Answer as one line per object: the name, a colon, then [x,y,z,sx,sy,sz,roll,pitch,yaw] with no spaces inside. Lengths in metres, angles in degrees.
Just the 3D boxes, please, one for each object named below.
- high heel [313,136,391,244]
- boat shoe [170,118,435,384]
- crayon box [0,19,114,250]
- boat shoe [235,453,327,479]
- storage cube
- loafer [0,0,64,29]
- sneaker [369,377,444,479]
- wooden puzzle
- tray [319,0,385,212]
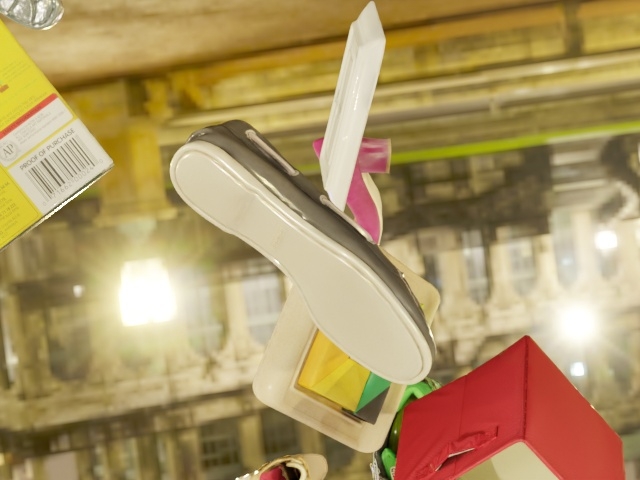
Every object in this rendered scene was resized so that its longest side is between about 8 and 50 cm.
high heel: [0.039,-0.060,2.151,0.117,0.082,0.244,2,136,-4]
boat shoe: [0.000,0.000,1.407,0.095,0.335,0.112,-44,175,-46]
crayon box: [-0.433,-0.157,1.743,0.202,0.318,0.081,-38,-174,-13]
boat shoe: [-0.042,0.322,1.900,0.170,0.063,0.059,-13,165,-48]
storage cube: [0.208,0.259,1.532,0.184,0.215,0.193,-35,-160,26]
loafer: [-0.466,-0.403,2.034,0.096,0.267,0.084,-52,171,14]
sneaker: [0.112,0.353,1.930,0.134,0.343,0.146,-1,167,18]
wooden puzzle: [0.042,0.115,1.605,0.044,0.221,0.239,15,167,40]
tray: [0.038,-0.181,1.921,0.030,0.270,0.145,8,-150,-10]
